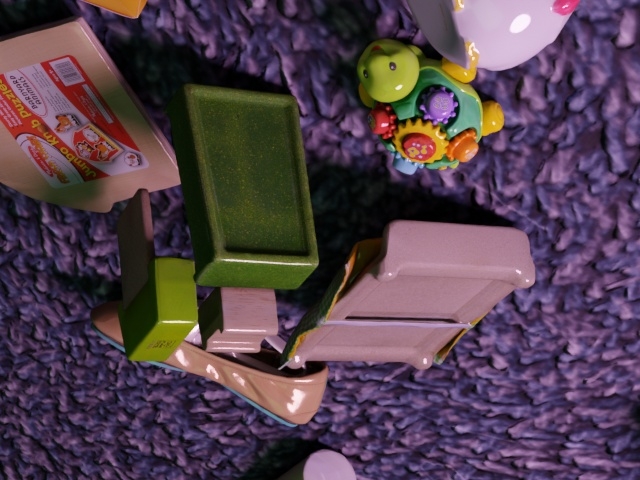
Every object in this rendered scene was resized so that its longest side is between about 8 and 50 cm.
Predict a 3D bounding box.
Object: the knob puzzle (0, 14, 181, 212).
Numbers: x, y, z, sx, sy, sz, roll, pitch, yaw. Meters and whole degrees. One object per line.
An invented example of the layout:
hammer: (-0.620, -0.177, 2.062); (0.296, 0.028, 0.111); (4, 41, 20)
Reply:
knob puzzle: (-0.226, -0.100, 1.101); (0.213, 0.030, 0.213); (10, 137, 9)

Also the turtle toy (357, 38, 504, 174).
turtle toy: (0.071, -0.098, 0.969); (0.095, 0.066, 0.130); (-13, 129, 30)

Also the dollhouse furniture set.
dollhouse furniture set: (0.000, 0.000, 1.096); (0.302, 0.151, 0.197); (4, 150, -27)

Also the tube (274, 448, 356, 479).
tube: (-0.042, 0.291, 1.427); (0.070, 0.062, 0.240); (63, 143, 17)

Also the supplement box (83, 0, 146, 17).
supplement box: (-0.169, -0.276, 0.824); (0.191, 0.129, 0.194); (19, 137, 0)

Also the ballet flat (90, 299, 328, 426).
ballet flat: (-0.099, 0.095, 1.241); (0.232, 0.080, 0.073); (26, 109, -11)

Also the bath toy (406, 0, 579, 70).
bath toy: (0.104, -0.256, 0.761); (0.129, 0.151, 0.348); (-28, 132, -14)
